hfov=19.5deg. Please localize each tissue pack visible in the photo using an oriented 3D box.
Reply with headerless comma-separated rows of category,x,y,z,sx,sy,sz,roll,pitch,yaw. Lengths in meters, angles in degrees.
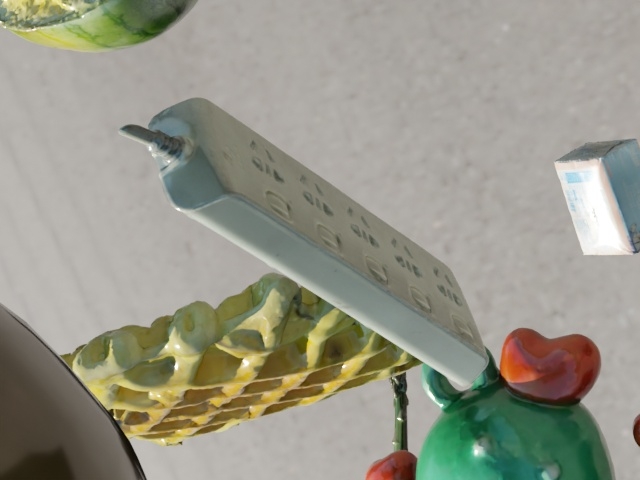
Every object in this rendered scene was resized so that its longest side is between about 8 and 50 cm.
tissue pack,0.253,-0.039,1.626,0.074,0.059,0.094,0,114,56

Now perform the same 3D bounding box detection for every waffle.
waffle,-0.052,0.075,1.126,0.250,0.261,0.056,-19,72,23

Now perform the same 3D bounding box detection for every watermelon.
watermelon,-0.076,-0.112,0.711,0.062,0.105,0.105,40,178,-43

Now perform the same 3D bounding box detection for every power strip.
power strip,0.000,0.000,0.833,0.027,0.253,0.060,-37,48,19

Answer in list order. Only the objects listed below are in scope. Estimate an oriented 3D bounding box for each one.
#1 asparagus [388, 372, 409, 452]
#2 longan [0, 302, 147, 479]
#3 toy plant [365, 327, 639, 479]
asparagus,0.063,0.163,1.475,0.015,0.018,0.127,3,96,33
longan,-0.154,0.141,0.403,0.297,0.297,0.297,42,143,42
toy plant,0.155,0.251,1.206,0.279,0.185,0.400,-16,97,59
